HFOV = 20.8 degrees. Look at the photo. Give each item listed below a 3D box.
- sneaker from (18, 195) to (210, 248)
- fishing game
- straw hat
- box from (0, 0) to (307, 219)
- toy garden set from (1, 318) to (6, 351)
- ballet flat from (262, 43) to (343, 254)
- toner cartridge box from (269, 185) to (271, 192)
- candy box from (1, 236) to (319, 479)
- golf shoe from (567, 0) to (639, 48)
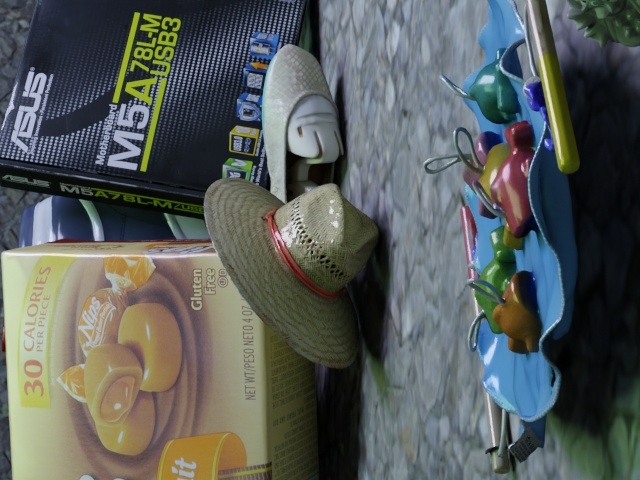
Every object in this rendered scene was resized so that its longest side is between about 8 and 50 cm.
[{"bbox_3d":[-0.117,0.074,1.206,0.099,0.153,0.282,61,-174,-72],"label":"sneaker"},{"bbox_3d":[0.067,-0.008,0.694,0.264,0.041,0.189,90,175,-64],"label":"fishing game"},{"bbox_3d":[0.000,0.000,1.021,0.061,0.144,0.144,-37,38,21],"label":"straw hat"},{"bbox_3d":[-0.113,-0.113,1.196,0.045,0.184,0.190,98,-177,-66],"label":"box"},{"bbox_3d":[-0.169,0.140,1.467,0.049,0.204,0.244,-99,17,-49],"label":"toy garden set"},{"bbox_3d":[-0.005,-0.043,1.129,0.052,0.057,0.168,13,107,47],"label":"ballet flat"},{"bbox_3d":[-0.072,-0.140,1.356,0.165,0.075,0.347,179,92,-77],"label":"toner cartridge box"},{"bbox_3d":[-0.098,0.158,1.108,0.087,0.183,0.316,-17,-73,-67],"label":"candy box"},{"bbox_3d":[0.118,-0.147,0.565,0.086,0.069,0.176,-54,-27,-46],"label":"golf shoe"}]
